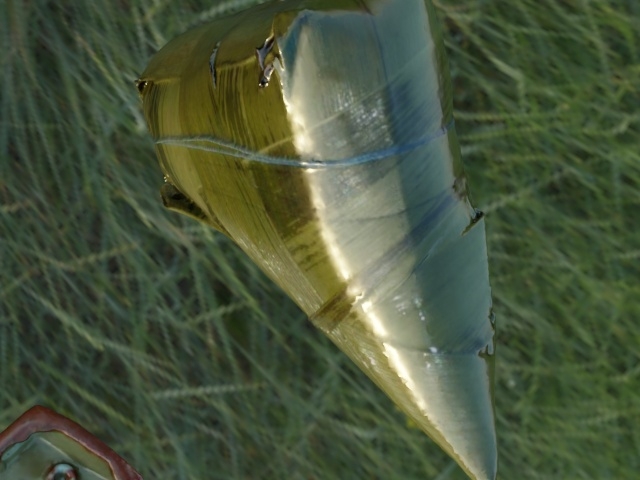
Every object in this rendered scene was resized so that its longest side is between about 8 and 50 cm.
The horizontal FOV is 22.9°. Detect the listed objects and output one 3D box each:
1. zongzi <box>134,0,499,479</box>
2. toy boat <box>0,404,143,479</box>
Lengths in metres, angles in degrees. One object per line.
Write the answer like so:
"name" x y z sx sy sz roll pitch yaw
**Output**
"zongzi" 0.000 0.000 0.897 0.125 0.251 0.274 -22 100 -24
"toy boat" -0.244 0.272 0.915 0.392 0.136 0.079 -56 -179 -28
